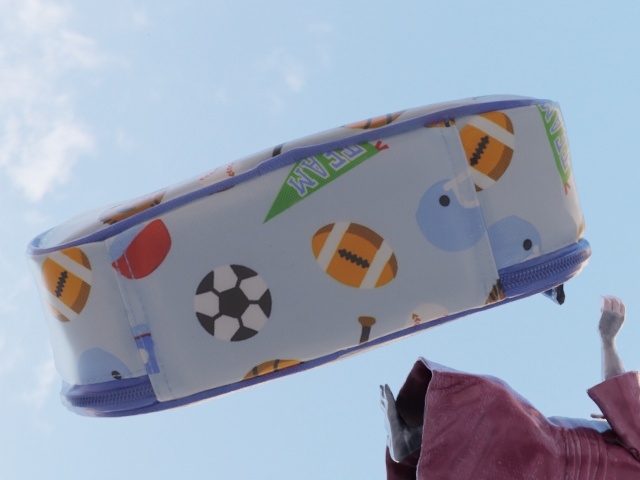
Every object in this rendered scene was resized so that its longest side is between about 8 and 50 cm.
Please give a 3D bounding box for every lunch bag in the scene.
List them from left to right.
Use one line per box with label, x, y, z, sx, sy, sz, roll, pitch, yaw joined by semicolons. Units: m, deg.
lunch bag;0.000;0.000;0.583;0.303;0.243;0.115;-15;-86;0

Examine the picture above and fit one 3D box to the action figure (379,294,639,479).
action figure;0.248;0.226;1.040;0.370;0.276;0.248;1;-58;-11
